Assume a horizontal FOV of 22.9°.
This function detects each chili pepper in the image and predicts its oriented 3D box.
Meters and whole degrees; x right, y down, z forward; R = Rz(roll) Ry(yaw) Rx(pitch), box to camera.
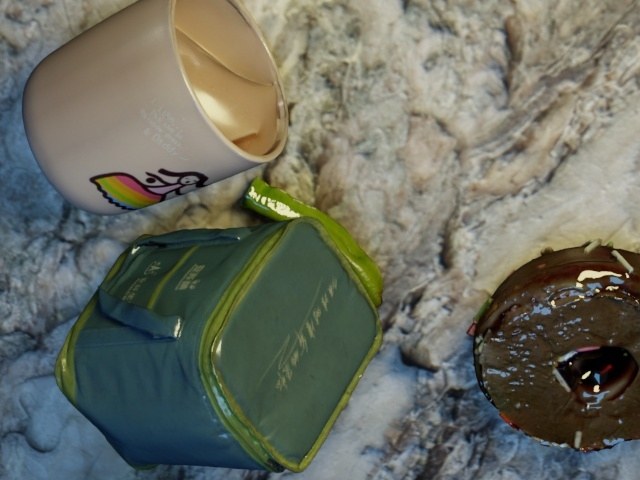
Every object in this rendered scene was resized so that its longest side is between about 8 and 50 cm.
[{"bbox_3d":[0.000,0.000,1.693,0.201,0.050,0.052,39,164,-17],"label":"chili pepper"}]

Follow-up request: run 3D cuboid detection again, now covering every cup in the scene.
[{"bbox_3d":[-0.149,-0.123,1.553,0.200,0.192,0.253,-22,154,26],"label":"cup"}]

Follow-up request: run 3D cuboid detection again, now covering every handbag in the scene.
[{"bbox_3d":[-0.107,0.109,1.636,0.241,0.263,0.222,-10,124,40],"label":"handbag"}]

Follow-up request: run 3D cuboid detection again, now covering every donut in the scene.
[{"bbox_3d":[0.294,0.114,1.708,0.269,0.103,0.270,4,130,5],"label":"donut"}]
